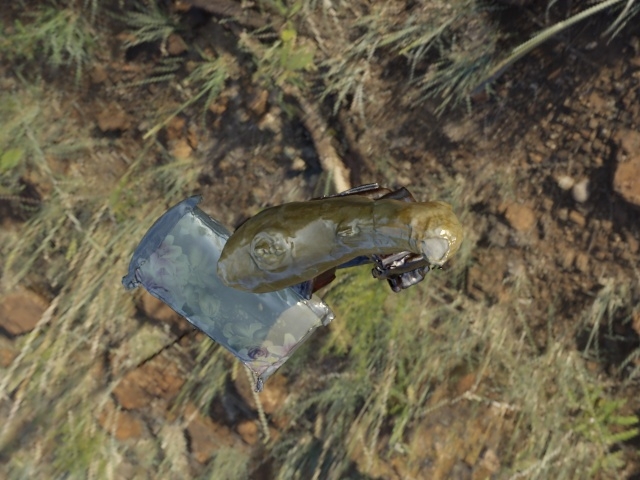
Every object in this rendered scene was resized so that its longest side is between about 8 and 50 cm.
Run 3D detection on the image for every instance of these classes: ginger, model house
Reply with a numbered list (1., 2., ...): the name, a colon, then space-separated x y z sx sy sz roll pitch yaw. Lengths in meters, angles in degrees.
1. ginger: 0.000 0.000 0.823 0.333 0.147 0.081 -11 89 46
2. model house: 0.050 0.016 1.058 0.203 0.164 0.141 -18 123 3

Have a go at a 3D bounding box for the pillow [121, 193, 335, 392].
1. pillow: -0.121 0.066 1.144 0.255 0.059 0.169 40 103 -2
